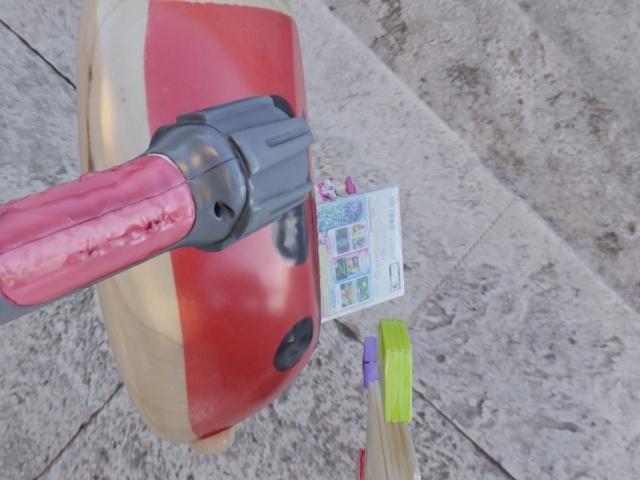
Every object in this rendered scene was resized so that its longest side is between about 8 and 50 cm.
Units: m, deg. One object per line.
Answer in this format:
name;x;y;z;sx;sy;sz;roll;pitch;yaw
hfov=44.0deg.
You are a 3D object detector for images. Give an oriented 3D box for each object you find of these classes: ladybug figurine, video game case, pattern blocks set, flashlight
ladybug figurine;-0.088;-0.045;0.672;0.162;0.305;0.448;-4;94;4
video game case;0.044;0.017;1.032;0.143;0.019;0.157;-16;112;-27
pattern blocks set;0.048;0.193;0.562;0.026;0.324;0.285;1;117;0
flashlight;-0.124;-0.002;0.368;0.304;0.103;0.103;-27;139;-42

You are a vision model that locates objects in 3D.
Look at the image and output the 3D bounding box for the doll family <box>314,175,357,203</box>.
doll family;0.000;0.000;1.293;0.163;0.263;0.118;-12;64;13
